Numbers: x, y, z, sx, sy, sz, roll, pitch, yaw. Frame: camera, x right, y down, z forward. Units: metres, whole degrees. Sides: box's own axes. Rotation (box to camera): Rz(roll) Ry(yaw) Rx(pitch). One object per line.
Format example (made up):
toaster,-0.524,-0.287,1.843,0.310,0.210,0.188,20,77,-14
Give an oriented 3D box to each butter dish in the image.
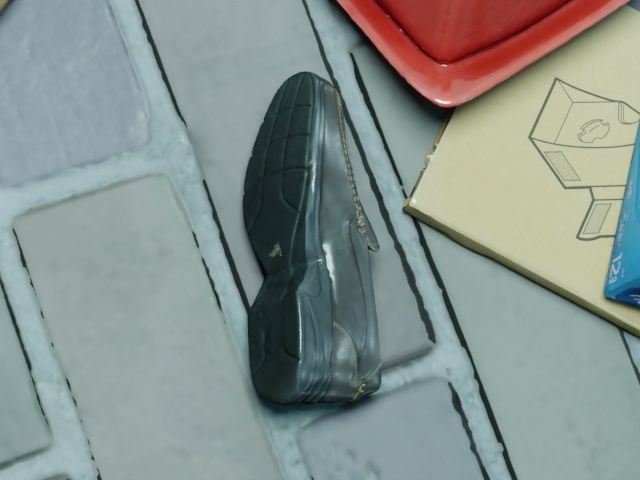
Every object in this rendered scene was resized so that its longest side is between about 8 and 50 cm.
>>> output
butter dish,0.078,-0.178,0.963,0.160,0.118,0.160,-32,68,-17

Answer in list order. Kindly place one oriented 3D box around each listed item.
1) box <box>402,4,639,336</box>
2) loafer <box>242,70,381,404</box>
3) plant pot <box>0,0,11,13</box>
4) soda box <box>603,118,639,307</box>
box,0.165,-0.041,1.018,0.201,0.021,0.164,28,73,-6
loafer,0.000,0.000,0.957,0.061,0.062,0.170,8,79,-34
plant pot,-0.248,-0.191,0.929,0.236,0.032,0.236,5,70,-16
soda box,0.210,-0.064,0.987,0.071,0.067,0.210,18,72,-10
